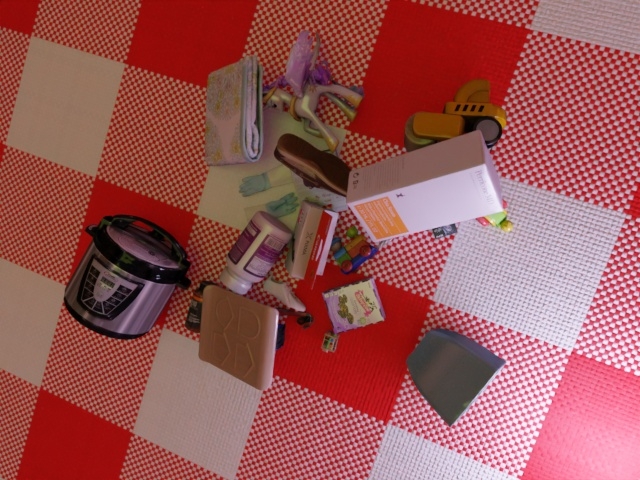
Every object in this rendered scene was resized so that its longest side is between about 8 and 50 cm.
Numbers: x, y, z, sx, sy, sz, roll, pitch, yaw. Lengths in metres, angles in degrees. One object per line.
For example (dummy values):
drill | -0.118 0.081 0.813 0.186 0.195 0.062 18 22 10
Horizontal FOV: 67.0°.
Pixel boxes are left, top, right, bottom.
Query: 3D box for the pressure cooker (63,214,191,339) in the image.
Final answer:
pressure cooker | -0.734 0.116 1.864 0.375 0.370 0.420 41 102 39

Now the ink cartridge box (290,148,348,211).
ink cartridge box | -0.006 -0.217 1.842 0.189 0.066 0.232 -11 111 14

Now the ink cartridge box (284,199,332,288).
ink cartridge box | -0.049 0.010 1.751 0.060 0.239 0.275 13 101 -17

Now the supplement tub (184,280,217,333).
supplement tub | -0.470 0.264 1.937 0.106 0.106 0.198 19 97 12

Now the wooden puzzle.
wooden puzzle | -0.304 0.356 1.829 0.347 0.080 0.322 14 103 31

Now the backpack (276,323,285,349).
backpack | -0.196 0.377 1.867 0.101 0.120 0.098 -1 93 14

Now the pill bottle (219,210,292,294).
pill bottle | -0.253 0.051 1.843 0.169 0.169 0.301 38 100 9

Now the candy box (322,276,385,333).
candy box | 0.126 0.242 1.808 0.196 0.070 0.165 -18 88 14

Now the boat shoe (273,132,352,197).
boat shoe | -0.018 -0.251 1.756 0.342 0.123 0.123 29 55 -9

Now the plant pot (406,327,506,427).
plant pot | 0.446 0.436 1.660 0.252 0.248 0.247 41 102 25

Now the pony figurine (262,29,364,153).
pony figurine | -0.032 -0.541 1.727 0.363 0.303 0.351 31 113 3

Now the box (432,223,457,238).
box | 0.445 -0.048 1.744 0.083 0.018 0.067 -17 88 14

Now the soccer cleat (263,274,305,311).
soccer cleat | -0.135 0.206 1.875 0.196 0.068 0.076 31 96 13

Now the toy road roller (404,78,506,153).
toy road roller | 0.456 -0.412 1.640 0.329 0.202 0.241 5 82 8

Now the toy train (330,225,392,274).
toy train | 0.151 0.002 1.784 0.248 0.105 0.143 -40 70 12

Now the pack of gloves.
pack of gloves | -0.209 -0.177 1.885 0.232 0.046 0.195 -18 89 14

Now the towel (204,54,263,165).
towel | -0.326 -0.471 1.805 0.320 0.090 0.375 6 94 52

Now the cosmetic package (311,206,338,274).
cosmetic package | 0.000 0.000 1.803 0.060 0.099 0.239 12 98 -17

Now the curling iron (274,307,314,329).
curling iron | -0.157 0.294 1.898 0.274 0.035 0.068 10 95 13

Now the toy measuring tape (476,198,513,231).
toy measuring tape | 0.536 -0.150 1.669 0.330 0.121 0.121 45 101 8

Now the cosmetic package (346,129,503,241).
cosmetic package | 0.337 -0.164 1.593 0.453 0.230 0.162 -15 46 27

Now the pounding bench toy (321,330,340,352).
pounding bench toy | 0.036 0.382 1.830 0.052 0.083 0.065 17 97 13
